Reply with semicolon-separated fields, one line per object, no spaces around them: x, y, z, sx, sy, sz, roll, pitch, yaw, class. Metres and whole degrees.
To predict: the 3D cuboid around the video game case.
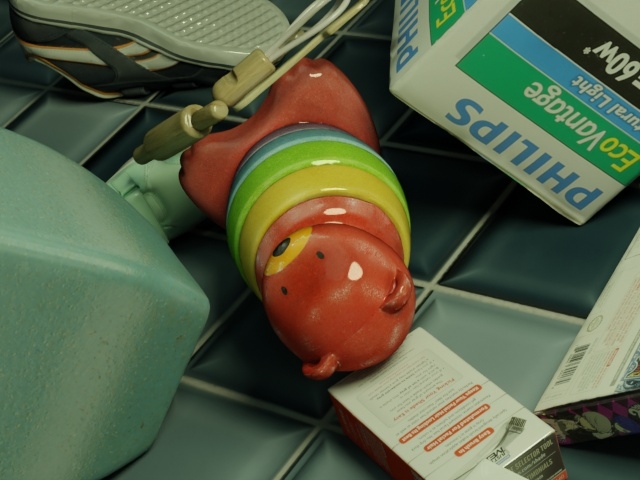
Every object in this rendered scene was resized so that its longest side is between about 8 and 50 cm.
0.280;0.039;1.024;0.210;0.042;0.232;-22;25;50;video game case

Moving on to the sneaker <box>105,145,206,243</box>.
-0.188;0.007;1.326;0.255;0.094;0.151;-27;29;10;sneaker

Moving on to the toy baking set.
-0.065;-0.146;1.245;0.197;0.030;0.256;-46;13;-26;toy baking set

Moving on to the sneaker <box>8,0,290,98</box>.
-0.192;-0.230;1.626;0.321;0.127;0.126;14;50;5;sneaker

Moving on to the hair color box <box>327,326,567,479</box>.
0.090;0.140;1.053;0.093;0.053;0.167;-32;35;-16;hair color box

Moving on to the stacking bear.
0.000;0.000;1.158;0.175;0.164;0.289;-38;27;11;stacking bear

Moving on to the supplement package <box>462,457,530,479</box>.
0.100;0.286;0.782;0.262;0.145;0.204;-42;40;-24;supplement package

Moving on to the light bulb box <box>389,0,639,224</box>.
0.252;-0.277;1.225;0.361;0.225;0.358;-44;25;31;light bulb box

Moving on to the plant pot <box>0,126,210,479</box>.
-0.239;0.058;1.136;0.252;0.247;0.248;11;22;-34;plant pot
